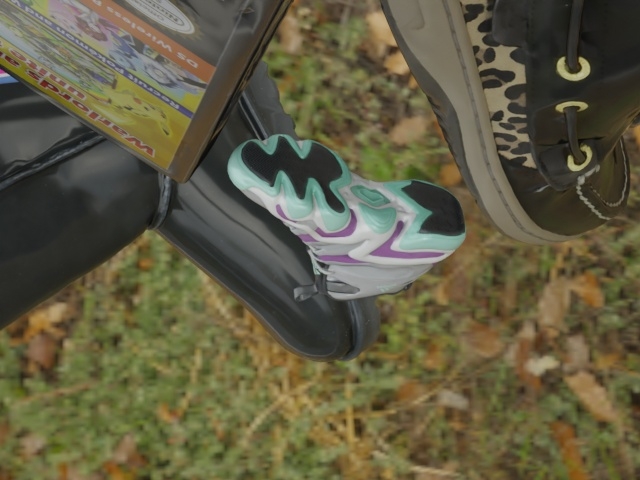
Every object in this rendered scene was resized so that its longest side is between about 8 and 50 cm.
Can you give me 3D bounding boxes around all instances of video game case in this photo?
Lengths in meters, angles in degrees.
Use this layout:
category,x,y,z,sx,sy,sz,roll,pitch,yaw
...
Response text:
category,x,y,z,sx,sy,sz,roll,pitch,yaw
video game case,-0.134,-0.132,0.492,0.275,0.248,0.035,34,74,-4

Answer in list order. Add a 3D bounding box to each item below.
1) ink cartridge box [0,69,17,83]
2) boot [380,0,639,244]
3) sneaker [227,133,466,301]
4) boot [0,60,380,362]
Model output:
category,x,y,z,sx,sy,sz,roll,pitch,yaw
ink cartridge box,-0.217,-0.309,0.825,0.151,0.395,0.270,-9,47,10
boot,0.201,-0.117,0.802,0.284,0.377,0.138,-8,61,19
sneaker,0.000,0.000,0.605,0.069,0.098,0.038,-52,26,43
boot,-0.208,0.031,1.194,0.146,0.445,0.367,-9,111,62
